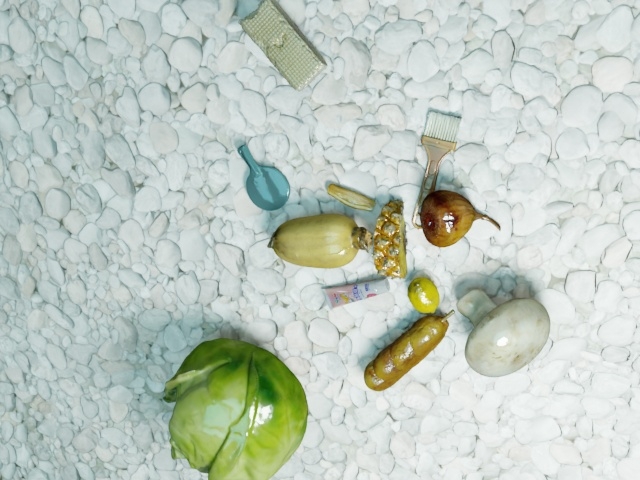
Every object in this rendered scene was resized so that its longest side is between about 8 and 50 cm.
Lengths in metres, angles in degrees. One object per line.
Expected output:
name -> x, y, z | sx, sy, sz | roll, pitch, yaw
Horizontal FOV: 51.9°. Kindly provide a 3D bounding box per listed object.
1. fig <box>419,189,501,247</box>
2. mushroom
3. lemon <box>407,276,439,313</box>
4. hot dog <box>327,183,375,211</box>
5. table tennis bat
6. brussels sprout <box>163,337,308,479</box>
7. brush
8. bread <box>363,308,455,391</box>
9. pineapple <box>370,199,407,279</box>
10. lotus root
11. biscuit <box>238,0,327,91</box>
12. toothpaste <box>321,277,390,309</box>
fig -> 0.359, -0.064, 1.666 | 0.200, 0.134, 0.146 | -9, 141, -11
mushroom -> 0.456, 0.220, 1.691 | 0.243, 0.243, 0.244 | 5, 110, 14
lemon -> 0.279, 0.150, 1.766 | 0.082, 0.082, 0.111 | -22, 114, 21
hot dog -> 0.080, -0.112, 1.760 | 0.136, 0.028, 0.044 | 21, 87, 5
table tennis bat -> -0.165, -0.174, 1.808 | 0.124, 0.033, 0.201 | -29, 101, 21
brussels sprout -> -0.231, 0.478, 1.876 | 0.425, 0.342, 0.361 | 43, 120, 0
brush -> 0.286, -0.172, 1.690 | 0.090, 0.017, 0.315 | 15, 112, 13
bread -> 0.247, 0.295, 1.815 | 0.344, 0.124, 0.084 | -48, 62, 24
pineapple -> 0.180, 0.016, 1.719 | 0.079, 0.135, 0.233 | 2, 110, 16
lotus root -> 0.001, 0.003, 1.763 | 0.303, 0.130, 0.147 | -1, 93, 26
biscuit -> -0.095, -0.497, 1.660 | 0.108, 0.062, 0.239 | -38, 94, 24
toothpaste -> 0.099, 0.144, 1.839 | 0.194, 0.043, 0.067 | -17, 106, 26
